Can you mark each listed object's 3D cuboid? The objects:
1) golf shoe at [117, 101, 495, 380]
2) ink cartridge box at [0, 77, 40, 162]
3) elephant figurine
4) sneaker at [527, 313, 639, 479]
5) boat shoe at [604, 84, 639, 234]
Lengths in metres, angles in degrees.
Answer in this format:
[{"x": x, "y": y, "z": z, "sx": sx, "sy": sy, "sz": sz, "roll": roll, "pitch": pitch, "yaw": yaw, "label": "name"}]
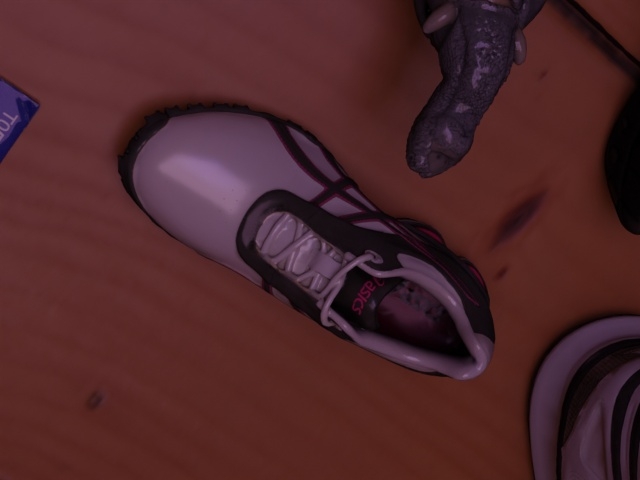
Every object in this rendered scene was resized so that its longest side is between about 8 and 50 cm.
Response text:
[{"x": 0.000, "y": 0.000, "z": 1.205, "sx": 0.273, "sy": 0.120, "sz": 0.105, "roll": 28, "pitch": 100, "yaw": -14, "label": "golf shoe"}, {"x": -0.326, "y": -0.057, "z": 1.172, "sx": 0.224, "sy": 0.045, "sz": 0.223, "roll": 34, "pitch": 97, "yaw": -16, "label": "ink cartridge box"}, {"x": 0.106, "y": -0.190, "z": 1.162, "sx": 0.169, "sy": 0.186, "sz": 0.239, "roll": 43, "pitch": 125, "yaw": 17, "label": "elephant figurine"}, {"x": 0.241, "y": 0.294, "z": 1.248, "sx": 0.169, "sy": 0.257, "sz": 0.447, "roll": -12, "pitch": 106, "yaw": -6, "label": "sneaker"}, {"x": 0.303, "y": -0.119, "z": 1.183, "sx": 0.120, "sy": 0.122, "sz": 0.324, "roll": 13, "pitch": 137, "yaw": -20, "label": "boat shoe"}]
